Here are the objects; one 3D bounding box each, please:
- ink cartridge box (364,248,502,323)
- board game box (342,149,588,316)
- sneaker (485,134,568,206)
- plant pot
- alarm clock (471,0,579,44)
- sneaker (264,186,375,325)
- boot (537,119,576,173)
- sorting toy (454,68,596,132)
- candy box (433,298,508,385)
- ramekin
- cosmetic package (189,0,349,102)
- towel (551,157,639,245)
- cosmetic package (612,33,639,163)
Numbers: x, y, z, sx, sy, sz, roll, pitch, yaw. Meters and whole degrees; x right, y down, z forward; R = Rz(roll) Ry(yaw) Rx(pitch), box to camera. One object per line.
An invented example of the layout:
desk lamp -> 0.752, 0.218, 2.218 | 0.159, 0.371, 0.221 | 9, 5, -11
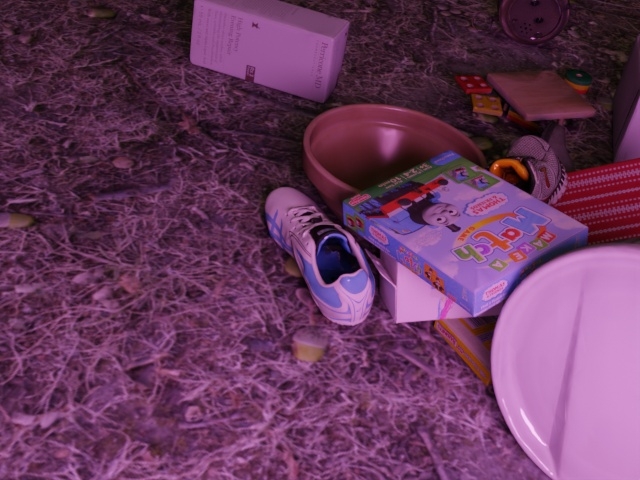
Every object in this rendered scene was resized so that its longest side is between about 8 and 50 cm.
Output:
ink cartridge box -> 0.127, 0.034, 1.070 | 0.143, 0.090, 0.092 | -4, 18, -8
board game box -> 0.150, -0.016, 0.999 | 0.160, 0.039, 0.211 | -26, 42, -26
sneaker -> 0.250, -0.074, 1.149 | 0.088, 0.092, 0.225 | -11, 30, 23
plant pot -> 0.086, -0.072, 1.207 | 0.237, 0.109, 0.237 | 8, 38, -6
alarm clock -> 0.375, -0.423, 1.734 | 0.192, 0.129, 0.064 | -10, 36, 19
sneaker -> 0.000, 0.000, 1.111 | 0.085, 0.086, 0.237 | -10, 41, -23
boot -> 0.358, -0.063, 1.311 | 0.161, 0.083, 0.246 | 26, 40, 1
sorting toy -> 0.345, -0.222, 1.520 | 0.274, 0.046, 0.132 | -6, 41, -23
candy box -> 0.245, 0.101, 1.091 | 0.206, 0.027, 0.105 | -12, 43, -28
ramekin -> 0.312, 0.119, 0.904 | 0.273, 0.273, 0.127 | 30, 30, 23
cosmetic package -> -0.081, -0.310, 1.466 | 0.231, 0.117, 0.085 | 18, 38, 11
towel -> 0.373, 0.006, 1.107 | 0.199, 0.031, 0.275 | -11, 44, 16
cosmetic package -> 0.592, -0.199, 1.480 | 0.224, 0.138, 0.224 | 16, 39, 6
